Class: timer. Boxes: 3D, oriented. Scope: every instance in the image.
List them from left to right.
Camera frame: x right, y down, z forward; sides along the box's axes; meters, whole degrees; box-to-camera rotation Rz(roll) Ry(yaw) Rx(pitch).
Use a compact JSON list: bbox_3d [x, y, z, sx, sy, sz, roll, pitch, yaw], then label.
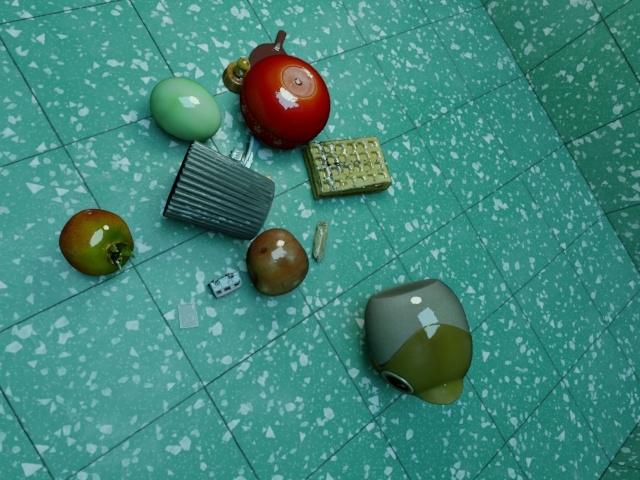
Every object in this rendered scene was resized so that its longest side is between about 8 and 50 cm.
[{"bbox_3d":[-0.332,-0.714,1.798,0.132,0.152,0.131,6,75,-22],"label":"timer"},{"bbox_3d":[-0.141,-0.573,1.768,0.378,0.279,0.377,9,71,-26],"label":"timer"}]

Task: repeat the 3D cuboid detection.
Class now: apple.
[{"bbox_3d":[-0.172,0.084,1.618,0.254,0.253,0.253,6,75,-22],"label":"apple"}]

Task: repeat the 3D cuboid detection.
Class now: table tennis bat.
[{"bbox_3d":[-0.214,-0.825,1.943,0.201,0.038,0.310,22,70,-19],"label":"table tennis bat"}]

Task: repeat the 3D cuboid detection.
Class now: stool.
[{"bbox_3d":[-0.367,-0.167,1.578,0.330,0.297,0.297,22,69,-22],"label":"stool"}]

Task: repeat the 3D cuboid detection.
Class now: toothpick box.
[{"bbox_3d":[0.384,0.394,1.693,0.409,0.409,0.424,-17,89,-26],"label":"toothpick box"}]

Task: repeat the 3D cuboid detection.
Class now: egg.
[{"bbox_3d":[-0.508,-0.495,1.628,0.270,0.220,0.220,24,69,-18],"label":"egg"}]

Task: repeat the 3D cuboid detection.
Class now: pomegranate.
[{"bbox_3d":[-0.717,0.012,1.396,0.221,0.257,0.220,-35,134,-48],"label":"pomegranate"}]

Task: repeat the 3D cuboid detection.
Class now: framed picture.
[{"bbox_3d":[-0.483,0.273,1.564,0.066,0.007,0.089,-4,78,-24],"label":"framed picture"}]

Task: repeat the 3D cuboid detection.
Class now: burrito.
[{"bbox_3d":[0.000,0.000,1.823,0.058,0.045,0.188,13,74,-13],"label":"burrito"}]

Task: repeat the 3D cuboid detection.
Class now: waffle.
[{"bbox_3d":[0.121,-0.332,1.921,0.377,0.114,0.260,-9,81,-25],"label":"waffle"}]

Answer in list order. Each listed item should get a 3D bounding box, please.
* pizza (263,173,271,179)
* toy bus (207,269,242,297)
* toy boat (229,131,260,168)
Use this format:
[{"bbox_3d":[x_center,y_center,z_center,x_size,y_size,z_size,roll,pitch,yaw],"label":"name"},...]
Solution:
[{"bbox_3d":[-0.246,-0.224,1.785,0.099,0.029,0.100,-13,80,-18],"label":"pizza"},{"bbox_3d":[-0.354,0.166,1.618,0.123,0.060,0.074,-25,92,-25],"label":"toy bus"},{"bbox_3d":[-0.317,-0.350,1.750,0.102,0.088,0.215,22,70,-13],"label":"toy boat"}]
